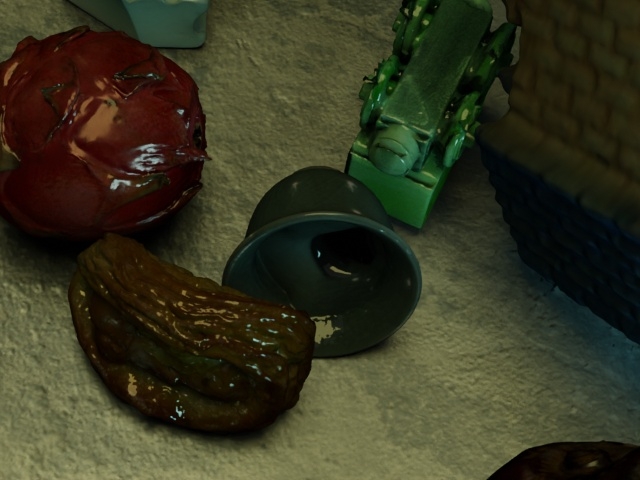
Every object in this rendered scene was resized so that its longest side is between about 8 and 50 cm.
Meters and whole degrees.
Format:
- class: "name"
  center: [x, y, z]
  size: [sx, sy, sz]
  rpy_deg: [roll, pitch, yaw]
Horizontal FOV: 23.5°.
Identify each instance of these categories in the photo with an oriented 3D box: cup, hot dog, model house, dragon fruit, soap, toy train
- class: "cup"
  center: [0.000, 0.000, 1.567]
  size: [0.199, 0.199, 0.150]
  rpy_deg: [3, 42, -4]
- class: "hot dog"
  center: [-0.141, 0.095, 1.492]
  size: [0.259, 0.175, 0.114]
  rpy_deg: [20, 49, 12]
- class: "model house"
  center: [0.396, -0.076, 1.525]
  size: [0.445, 0.400, 0.395]
  rpy_deg: [-2, 21, -37]
- class: "dragon fruit"
  center: [-0.239, -0.107, 1.566]
  size: [0.252, 0.241, 0.241]
  rpy_deg: [8, 59, -17]
- class: "soap"
  center: [-0.214, -0.366, 1.784]
  size: [0.173, 0.095, 0.289]
  rpy_deg: [1, 61, -6]
- class: "toy train"
  center: [0.114, -0.146, 1.636]
  size: [0.132, 0.188, 0.243]
  rpy_deg: [25, 62, 7]

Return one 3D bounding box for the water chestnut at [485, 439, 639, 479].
- class: "water chestnut"
  center: [0.267, 0.313, 1.361]
  size: [0.300, 0.300, 0.300]
  rpy_deg: [2, 60, -4]
